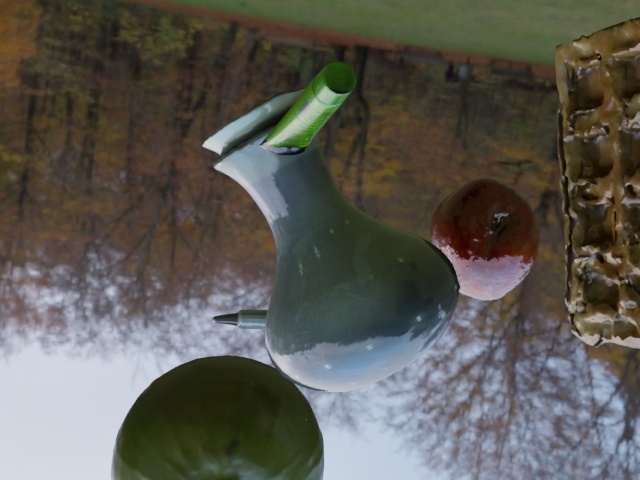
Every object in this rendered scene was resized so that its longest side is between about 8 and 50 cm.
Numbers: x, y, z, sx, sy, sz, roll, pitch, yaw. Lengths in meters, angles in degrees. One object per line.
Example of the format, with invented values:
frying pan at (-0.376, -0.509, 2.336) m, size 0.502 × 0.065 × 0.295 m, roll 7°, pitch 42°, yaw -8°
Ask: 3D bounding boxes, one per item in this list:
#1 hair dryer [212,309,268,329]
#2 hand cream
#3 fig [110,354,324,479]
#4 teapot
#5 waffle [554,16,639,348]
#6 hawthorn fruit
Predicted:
hair dryer at (-0.052, 0.119, 1.145) m, size 0.183 × 0.044 × 0.155 m, roll -9°, pitch -130°, yaw -12°
hand cream at (-0.008, -0.081, 0.569) m, size 0.036 × 0.023 × 0.122 m, roll -1°, pitch 165°, yaw -19°
fig at (-0.142, 0.298, 1.249) m, size 0.316 × 0.316 × 0.316 m, roll 9°, pitch -169°, yaw -2°
teapot at (0.000, 0.000, 0.770) m, size 0.183 × 0.250 × 0.183 m, roll -30°, pitch -177°, yaw 2°
waffle at (0.256, -0.037, 0.477) m, size 0.091 × 0.212 × 0.308 m, roll -5°, pitch -179°, yaw -24°
hawthorn fruit at (0.169, -0.002, 0.893) m, size 0.128 × 0.128 × 0.128 m, roll 9°, pitch -169°, yaw -2°
